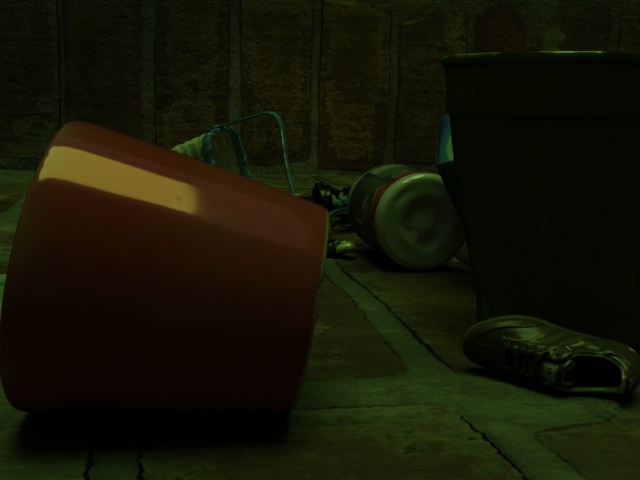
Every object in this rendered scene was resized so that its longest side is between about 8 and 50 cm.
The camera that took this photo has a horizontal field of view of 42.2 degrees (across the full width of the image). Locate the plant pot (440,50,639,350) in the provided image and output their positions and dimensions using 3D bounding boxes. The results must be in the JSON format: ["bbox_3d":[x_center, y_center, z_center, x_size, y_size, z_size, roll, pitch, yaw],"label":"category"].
[{"bbox_3d":[0.329,-0.053,1.069,0.367,0.352,0.366,2,10,0],"label":"plant pot"}]

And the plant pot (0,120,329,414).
[{"bbox_3d":[-0.127,0.042,0.766,0.243,0.274,0.275,10,9,-4],"label":"plant pot"}]

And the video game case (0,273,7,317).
[{"bbox_3d":[-0.307,0.084,1.088,0.300,0.036,0.329,-2,10,-22],"label":"video game case"}]

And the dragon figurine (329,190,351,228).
[{"bbox_3d":[0.101,-0.067,1.943,0.144,0.085,0.289,4,8,15],"label":"dragon figurine"}]

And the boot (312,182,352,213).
[{"bbox_3d":[0.086,-0.107,2.154,0.207,0.094,0.246,-3,3,-4],"label":"boot"}]

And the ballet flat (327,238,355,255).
[{"bbox_3d":[0.000,0.000,1.624,0.057,0.049,0.173,-8,14,-43],"label":"ballet flat"}]

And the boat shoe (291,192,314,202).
[{"bbox_3d":[-0.117,-0.024,1.563,0.089,0.104,0.285,2,14,34],"label":"boat shoe"}]

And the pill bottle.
[{"bbox_3d":[0.153,-0.056,1.605,0.176,0.176,0.318,0,9,-12],"label":"pill bottle"}]

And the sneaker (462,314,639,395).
[{"bbox_3d":[0.238,0.121,0.870,0.188,0.066,0.071,5,11,21],"label":"sneaker"}]

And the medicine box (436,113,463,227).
[{"bbox_3d":[0.372,-0.103,1.372,0.289,0.263,0.149,-14,36,23],"label":"medicine box"}]

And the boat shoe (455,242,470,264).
[{"bbox_3d":[0.307,0.024,1.542,0.137,0.049,0.043,12,10,37],"label":"boat shoe"}]

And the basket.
[{"bbox_3d":[-0.204,-0.159,1.941,0.289,0.254,0.201,-5,13,22],"label":"basket"}]
